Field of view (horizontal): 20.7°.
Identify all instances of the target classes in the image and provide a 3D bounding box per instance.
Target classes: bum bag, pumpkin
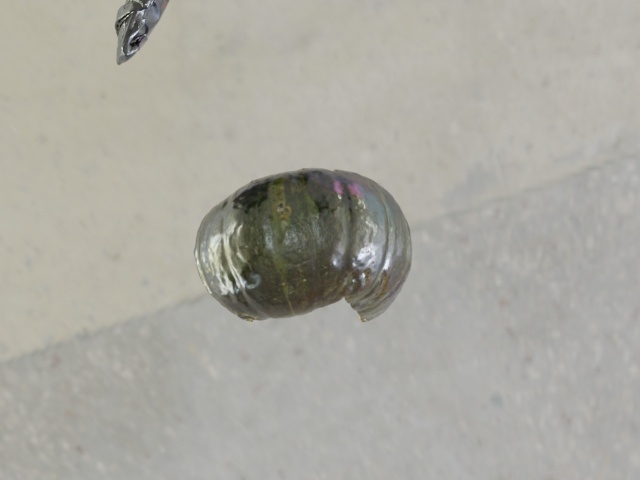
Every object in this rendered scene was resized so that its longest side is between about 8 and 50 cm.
[{"bbox_3d":[-0.133,-0.193,1.363,0.034,0.058,0.124,25,79,-8],"label":"bum bag"},{"bbox_3d":[0.000,0.000,1.416,0.184,0.108,0.119,-2,71,-27],"label":"pumpkin"}]
